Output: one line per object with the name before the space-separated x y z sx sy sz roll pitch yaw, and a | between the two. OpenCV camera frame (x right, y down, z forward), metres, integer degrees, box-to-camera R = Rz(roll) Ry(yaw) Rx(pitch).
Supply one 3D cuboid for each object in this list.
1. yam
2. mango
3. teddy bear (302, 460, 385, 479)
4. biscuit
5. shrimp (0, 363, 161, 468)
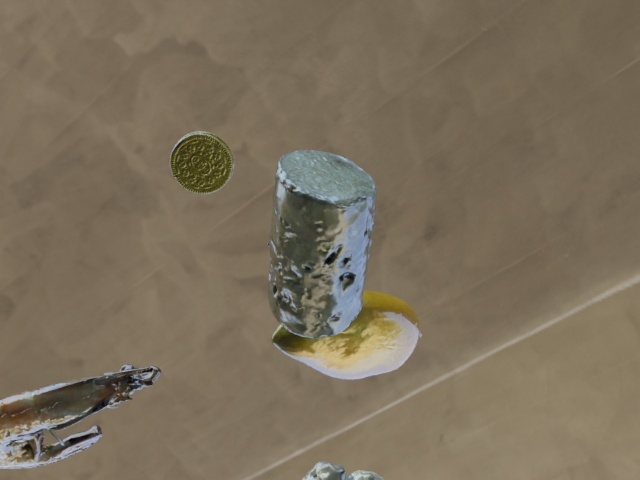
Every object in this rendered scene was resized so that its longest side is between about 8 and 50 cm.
yam | 0.000 0.000 0.749 0.107 0.107 0.194 20 -43 15
mango | 0.056 0.164 1.306 0.176 0.317 0.119 -55 -136 28
teddy bear | 0.111 0.400 0.948 0.327 0.375 0.362 48 -51 12
biscuit | -0.155 -0.102 0.990 0.084 0.023 0.083 0 -69 0
shrimp | -0.307 0.215 0.914 0.251 0.052 0.143 -17 -41 -2
